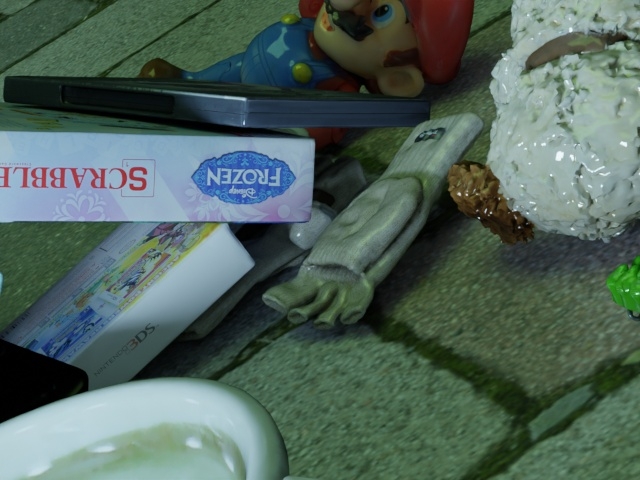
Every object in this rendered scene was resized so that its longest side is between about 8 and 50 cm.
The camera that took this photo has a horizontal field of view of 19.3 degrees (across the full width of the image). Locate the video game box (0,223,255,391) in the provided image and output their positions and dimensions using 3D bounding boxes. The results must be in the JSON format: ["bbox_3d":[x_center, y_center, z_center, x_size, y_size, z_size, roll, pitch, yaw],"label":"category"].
[{"bbox_3d":[-0.161,0.057,1.403,0.205,0.048,0.187,-43,17,-10],"label":"video game box"}]

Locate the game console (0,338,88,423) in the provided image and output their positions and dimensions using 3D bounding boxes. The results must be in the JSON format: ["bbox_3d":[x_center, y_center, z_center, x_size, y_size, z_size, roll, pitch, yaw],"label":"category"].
[{"bbox_3d":[-0.312,0.201,1.226,0.213,0.044,0.361,12,53,48],"label":"game console"}]

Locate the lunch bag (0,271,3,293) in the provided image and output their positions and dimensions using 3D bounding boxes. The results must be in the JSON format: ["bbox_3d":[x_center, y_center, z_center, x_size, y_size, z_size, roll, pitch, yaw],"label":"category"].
[{"bbox_3d":[-0.376,0.096,1.477,0.262,0.160,0.223,-66,26,-1],"label":"lunch bag"}]

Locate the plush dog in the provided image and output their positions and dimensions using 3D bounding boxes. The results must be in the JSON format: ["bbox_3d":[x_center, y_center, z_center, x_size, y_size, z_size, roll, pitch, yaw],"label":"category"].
[{"bbox_3d":[0.187,-0.103,1.207,0.262,0.210,0.225,-15,48,33],"label":"plush dog"}]

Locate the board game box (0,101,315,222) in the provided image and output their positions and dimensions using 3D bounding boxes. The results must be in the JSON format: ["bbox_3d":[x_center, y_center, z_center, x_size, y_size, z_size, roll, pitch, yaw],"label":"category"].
[{"bbox_3d":[-0.212,-0.063,1.402,0.318,0.066,0.318,0,7,-24],"label":"board game box"}]

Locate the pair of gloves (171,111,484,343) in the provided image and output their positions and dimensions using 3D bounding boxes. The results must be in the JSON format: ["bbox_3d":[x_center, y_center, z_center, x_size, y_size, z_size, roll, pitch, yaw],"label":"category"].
[{"bbox_3d":[0.000,0.000,1.373,0.240,0.042,0.204,-15,30,50],"label":"pair of gloves"}]

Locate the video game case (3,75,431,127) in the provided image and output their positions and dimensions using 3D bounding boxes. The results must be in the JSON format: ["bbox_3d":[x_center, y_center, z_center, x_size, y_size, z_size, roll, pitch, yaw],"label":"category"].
[{"bbox_3d":[-0.082,-0.107,1.444,0.274,0.026,0.196,8,8,43],"label":"video game case"}]

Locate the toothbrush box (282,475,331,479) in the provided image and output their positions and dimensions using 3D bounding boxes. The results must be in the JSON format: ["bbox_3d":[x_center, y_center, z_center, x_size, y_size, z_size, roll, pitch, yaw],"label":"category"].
[{"bbox_3d":[-0.013,0.230,0.734,0.283,0.122,0.206,-41,23,-32],"label":"toothbrush box"}]

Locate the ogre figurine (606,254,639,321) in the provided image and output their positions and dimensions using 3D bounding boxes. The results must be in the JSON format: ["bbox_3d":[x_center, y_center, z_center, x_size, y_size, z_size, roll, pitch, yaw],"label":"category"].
[{"bbox_3d":[0.258,-0.004,0.973,0.197,0.097,0.118,-21,30,52],"label":"ogre figurine"}]

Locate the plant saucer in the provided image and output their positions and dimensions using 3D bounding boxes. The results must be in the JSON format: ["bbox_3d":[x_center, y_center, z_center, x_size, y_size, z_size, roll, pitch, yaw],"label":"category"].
[{"bbox_3d":[-0.179,0.227,0.991,0.400,0.100,0.400,-25,21,10],"label":"plant saucer"}]

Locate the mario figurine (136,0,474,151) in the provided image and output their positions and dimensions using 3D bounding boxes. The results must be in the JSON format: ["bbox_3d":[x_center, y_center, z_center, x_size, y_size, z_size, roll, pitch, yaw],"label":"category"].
[{"bbox_3d":[-0.020,-0.169,1.604,0.320,0.198,0.170,-27,1,19],"label":"mario figurine"}]
